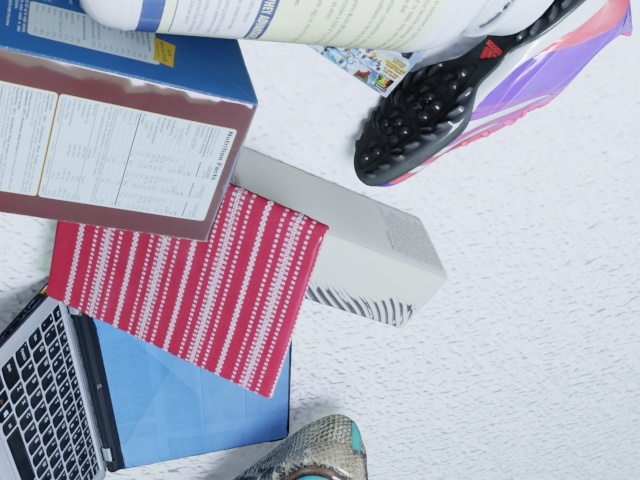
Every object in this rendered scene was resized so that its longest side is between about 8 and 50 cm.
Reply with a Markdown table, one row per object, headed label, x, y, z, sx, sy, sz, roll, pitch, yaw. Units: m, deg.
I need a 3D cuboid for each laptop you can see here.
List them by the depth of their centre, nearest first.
| label | x | y | z | sx | sy | sz | roll | pitch | yaw |
| --- | --- | --- | --- | --- | --- | --- | --- | --- | --- |
| laptop | -0.217 | 0.242 | 0.918 | 0.236 | 0.408 | 0.382 | 15 | 132 | 14 |

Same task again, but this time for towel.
| label | x | y | z | sx | sy | sz | roll | pitch | yaw |
| --- | --- | --- | --- | --- | --- | --- | --- | --- | --- |
| towel | -0.141 | 0.018 | 0.756 | 0.275 | 0.031 | 0.199 | 23 | 115 | 12 |

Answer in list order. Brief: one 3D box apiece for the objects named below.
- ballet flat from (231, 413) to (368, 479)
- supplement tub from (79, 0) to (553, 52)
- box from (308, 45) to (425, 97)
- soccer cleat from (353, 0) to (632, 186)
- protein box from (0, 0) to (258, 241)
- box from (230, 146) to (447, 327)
| label | x | y | z | sx | sy | sz | roll | pitch | yaw |
| --- | --- | --- | --- | --- | --- | --- | --- | --- | --- |
| ballet flat | -0.108 | 0.409 | 1.129 | 0.164 | 0.182 | 0.483 | 43 | 114 | -12 |
| supplement tub | -0.001 | -0.257 | 0.543 | 0.324 | 0.235 | 0.235 | 0 | 130 | -18 |
| box | 0.042 | -0.208 | 0.740 | 0.137 | 0.027 | 0.094 | 26 | 119 | -34 |
| soccer cleat | 0.174 | -0.150 | 0.785 | 0.318 | 0.109 | 0.116 | -41 | 134 | 15 |
| protein box | -0.179 | -0.124 | 0.623 | 0.201 | 0.200 | 0.136 | 9 | 127 | -25 |
| box | 0.000 | 0.000 | 0.853 | 0.275 | 0.113 | 0.094 | 20 | 123 | -30 |
